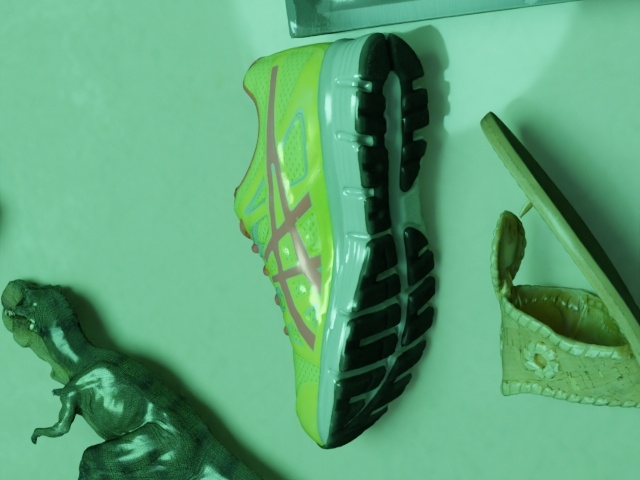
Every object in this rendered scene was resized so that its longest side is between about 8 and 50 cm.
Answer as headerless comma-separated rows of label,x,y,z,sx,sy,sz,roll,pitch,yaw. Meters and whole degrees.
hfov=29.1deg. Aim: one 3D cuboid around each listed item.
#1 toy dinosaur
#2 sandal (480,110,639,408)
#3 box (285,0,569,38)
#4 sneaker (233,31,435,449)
toy dinosaur,-0.091,0.131,0.672,0.268,0.064,0.118,34,102,5
sandal,0.123,0.058,0.571,0.079,0.088,0.240,-39,93,15
box,0.089,-0.195,0.547,0.231,0.056,0.183,-5,101,18
sneaker,0.000,0.000,0.613,0.094,0.081,0.208,10,104,33
